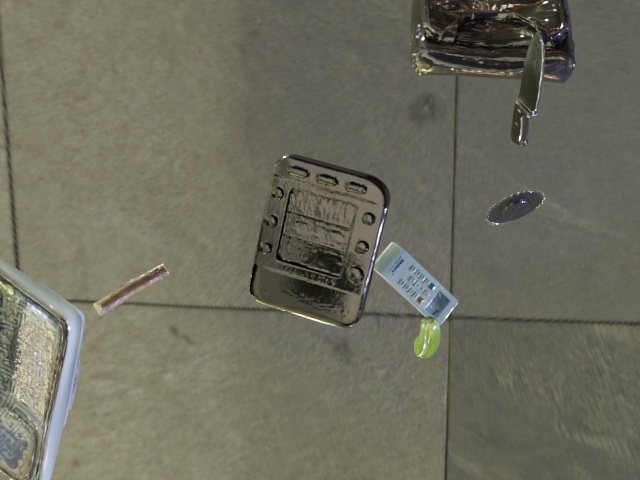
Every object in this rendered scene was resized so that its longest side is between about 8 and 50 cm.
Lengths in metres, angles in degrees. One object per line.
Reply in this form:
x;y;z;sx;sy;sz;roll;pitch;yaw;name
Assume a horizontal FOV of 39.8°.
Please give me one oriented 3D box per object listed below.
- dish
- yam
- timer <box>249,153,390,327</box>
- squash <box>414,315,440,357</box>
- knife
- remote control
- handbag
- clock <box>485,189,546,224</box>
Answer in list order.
-0.329;0.137;0.987;0.182;0.080;0.243;30;118;26;dish
-0.341;0.088;1.601;0.145;0.032;0.032;-31;98;-16;yam
0.000;0.000;1.061;0.144;0.055;0.187;17;107;12;timer
0.116;0.105;0.952;0.027;0.089;0.027;0;65;-1;squash
0.164;-0.115;0.699;0.010;0.170;0.023;-43;70;-9;knife
0.162;0.075;1.519;0.162;0.029;0.061;43;84;-17;remote control
0.291;-0.367;1.505;0.275;0.244;0.088;5;142;3;handbag
0.227;-0.039;1.034;0.074;0.083;0.010;-27;67;17;clock
